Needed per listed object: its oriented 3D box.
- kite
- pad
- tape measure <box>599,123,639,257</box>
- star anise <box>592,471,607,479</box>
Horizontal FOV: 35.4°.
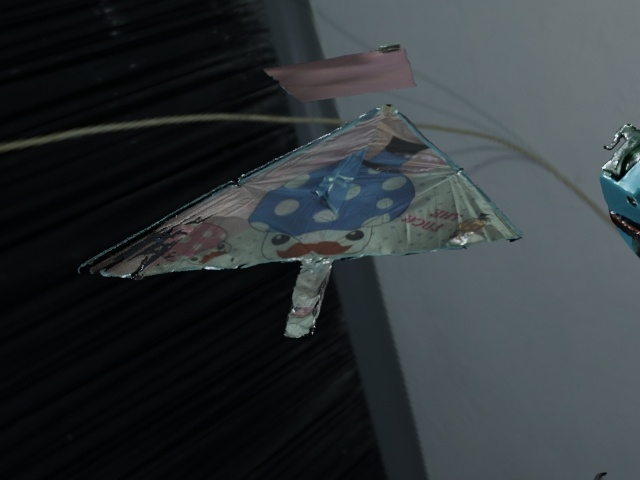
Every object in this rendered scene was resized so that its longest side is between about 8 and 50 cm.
[{"bbox_3d":[0.000,0.000,0.708,0.314,0.336,0.011,112,149,-56],"label":"kite"},{"bbox_3d":[0.022,-0.141,0.861,0.113,0.188,0.006,-8,88,9],"label":"pad"},{"bbox_3d":[0.270,-0.008,0.712,0.146,0.081,0.125,41,173,42],"label":"tape measure"},{"bbox_3d":[0.236,0.260,0.814,0.283,0.212,0.129,-33,69,58],"label":"star anise"}]
